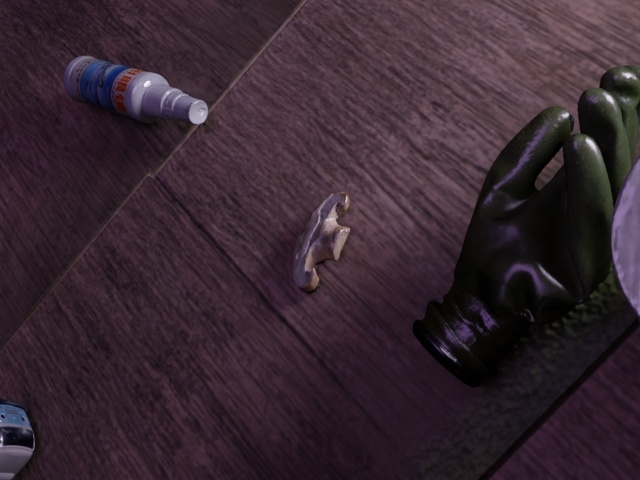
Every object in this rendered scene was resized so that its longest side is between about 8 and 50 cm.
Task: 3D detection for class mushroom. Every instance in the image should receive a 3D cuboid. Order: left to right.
[{"bbox_3d":[0.000,0.000,0.840,0.049,0.019,0.101,13,78,36],"label":"mushroom"}]

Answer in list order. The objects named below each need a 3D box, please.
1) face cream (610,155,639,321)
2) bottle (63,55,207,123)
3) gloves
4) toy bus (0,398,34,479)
[{"bbox_3d":[0.287,0.015,0.564,0.177,0.153,0.177,-13,65,29],"label":"face cream"},{"bbox_3d":[-0.209,-0.167,1.028,0.217,0.060,0.060,21,82,36],"label":"bottle"},{"bbox_3d":[0.169,-0.010,0.683,0.135,0.107,0.268,48,116,46],"label":"gloves"},{"bbox_3d":[-0.355,0.231,0.943,0.123,0.060,0.075,-46,57,10],"label":"toy bus"}]
